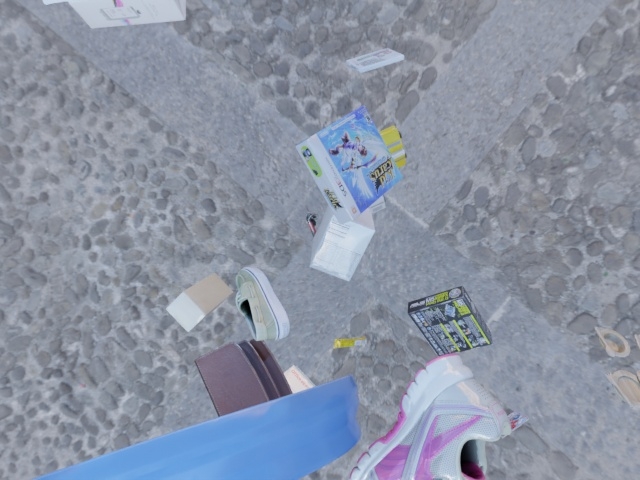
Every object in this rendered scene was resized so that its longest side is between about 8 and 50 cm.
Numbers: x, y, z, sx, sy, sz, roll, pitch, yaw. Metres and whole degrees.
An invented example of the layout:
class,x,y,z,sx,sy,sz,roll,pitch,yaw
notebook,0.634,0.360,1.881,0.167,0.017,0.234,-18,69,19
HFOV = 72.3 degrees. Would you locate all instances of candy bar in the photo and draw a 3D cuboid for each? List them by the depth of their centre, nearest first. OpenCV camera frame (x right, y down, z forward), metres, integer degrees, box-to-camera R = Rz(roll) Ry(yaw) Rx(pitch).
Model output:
class,x,y,z,sx,sy,sz,roll,pitch,yaw
candy bar,0.118,0.403,1.734,0.018,0.161,0.040,22,103,50

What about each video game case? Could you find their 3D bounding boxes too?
class,x,y,z,sx,sy,sz,roll,pitch,yaw
video game case,0.091,-0.216,1.223,0.269,0.061,0.244,-40,106,-37
video game case,0.181,-0.607,1.473,0.157,0.143,0.019,-19,125,-5

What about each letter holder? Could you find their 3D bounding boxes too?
class,x,y,z,sx,sy,sz,roll,pitch,yaw
letter holder,-0.183,0.426,1.210,0.214,0.152,0.302,-24,74,-20

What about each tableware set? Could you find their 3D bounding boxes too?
class,x,y,z,sx,sy,sz,roll,pitch,yaw
tableware set,0.555,0.216,0.751,0.168,0.020,0.141,4,47,-8

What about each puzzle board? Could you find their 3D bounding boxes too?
class,x,y,z,sx,sy,sz,roll,pitch,yaw
puzzle board,0.733,0.714,1.708,0.128,0.096,0.011,-30,91,-8

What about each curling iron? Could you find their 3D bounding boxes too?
class,x,y,z,sx,sy,sz,roll,pitch,yaw
curling iron,0.000,0.000,1.904,0.035,0.068,0.274,-1,120,41

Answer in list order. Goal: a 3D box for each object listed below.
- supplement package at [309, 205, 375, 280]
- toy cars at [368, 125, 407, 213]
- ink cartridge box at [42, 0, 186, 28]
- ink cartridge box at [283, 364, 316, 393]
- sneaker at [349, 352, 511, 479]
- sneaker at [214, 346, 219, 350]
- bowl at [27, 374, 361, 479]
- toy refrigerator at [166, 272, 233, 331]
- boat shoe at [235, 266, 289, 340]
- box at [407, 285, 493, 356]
class,x,y,z,sx,sy,sz,roll,pitch,yaw
supplement package,0.070,-0.013,1.481,0.149,0.194,0.203,21,115,-8
toy cars,0.265,-0.276,1.837,0.176,0.087,0.394,11,116,-24
ink cartridge box,-0.316,-0.404,0.682,0.198,0.067,0.115,-2,81,3
ink cartridge box,-0.125,0.587,1.610,0.212,0.093,0.154,-36,46,-22
sneaker,0.122,0.260,0.503,0.111,0.103,0.252,38,110,40
sneaker,-0.362,0.493,1.589,0.083,0.084,0.215,-14,104,-35
bowl,-0.133,0.256,0.522,0.391,0.391,0.077,-20,73,4
toy refrigerator,-0.396,0.200,1.458,0.094,0.269,0.102,-43,92,10
boat shoe,-0.184,0.164,1.212,0.094,0.302,0.109,-6,117,-29
box,0.478,0.305,1.616,0.216,0.060,0.270,-24,119,27
